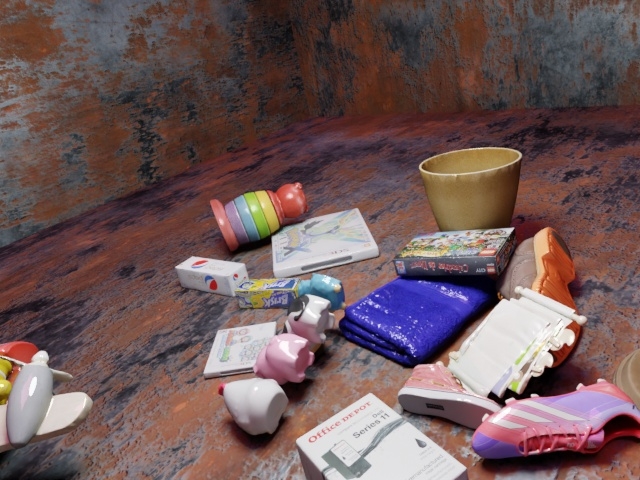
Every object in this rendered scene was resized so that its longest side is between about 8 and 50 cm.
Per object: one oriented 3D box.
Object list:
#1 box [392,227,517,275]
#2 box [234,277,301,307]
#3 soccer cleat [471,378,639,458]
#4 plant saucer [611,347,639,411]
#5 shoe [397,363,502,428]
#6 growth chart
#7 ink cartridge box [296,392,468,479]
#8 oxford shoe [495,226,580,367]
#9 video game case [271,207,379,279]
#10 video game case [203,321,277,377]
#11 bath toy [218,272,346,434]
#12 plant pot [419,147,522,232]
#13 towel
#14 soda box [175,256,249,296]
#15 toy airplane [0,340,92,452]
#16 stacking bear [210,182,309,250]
[{"bbox_3d":[0.302,0.025,1.144,0.233,0.044,0.159,-3,20,36],"label":"box"},{"bbox_3d":[-0.128,0.134,1.291,0.168,0.059,0.054,-4,28,20],"label":"box"},{"bbox_3d":[0.344,0.273,0.737,0.247,0.083,0.095,-13,28,-8],"label":"soccer cleat"},{"bbox_3d":[0.595,0.227,0.761,0.277,0.041,0.278,-11,24,5],"label":"plant saucer"},{"bbox_3d":[0.222,0.254,0.850,0.178,0.064,0.081,0,32,36],"label":"shoe"},{"bbox_3d":[0.321,0.183,0.875,0.237,0.021,0.172,-46,30,4],"label":"growth chart"},{"bbox_3d":[0.082,0.330,0.721,0.153,0.087,0.208,-24,26,-26],"label":"ink cartridge box"},{"bbox_3d":[0.426,0.122,1.023,0.132,0.130,0.364,-34,13,40],"label":"oxford shoe"},{"bbox_3d":[0.000,0.000,1.554,0.299,0.036,0.329,-13,24,-1],"label":"video game case"},{"bbox_3d":[-0.173,0.240,1.130,0.143,0.019,0.157,-10,24,5],"label":"video game case"},{"bbox_3d":[-0.072,0.215,0.990,0.129,0.151,0.348,11,42,25],"label":"bath toy"},{"bbox_3d":[0.378,-0.079,1.268,0.237,0.254,0.237,-9,22,4],"label":"plant pot"},{"bbox_3d":[0.213,0.135,1.104,0.308,0.076,0.227,-30,29,-35],"label":"towel"},{"bbox_3d":[-0.308,0.100,1.444,0.216,0.069,0.074,6,29,34],"label":"soda box"},{"bbox_3d":[-0.641,0.318,0.873,0.384,0.273,0.386,14,34,44],"label":"toy airplane"},{"bbox_3d":[-0.182,-0.091,1.626,0.289,0.175,0.164,-23,21,-8],"label":"stacking bear"}]
